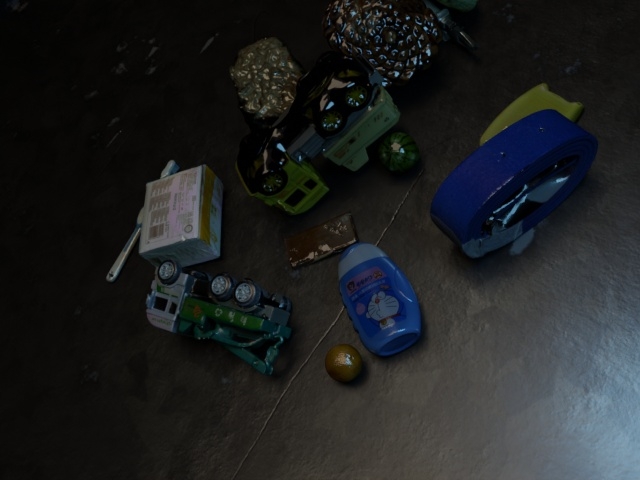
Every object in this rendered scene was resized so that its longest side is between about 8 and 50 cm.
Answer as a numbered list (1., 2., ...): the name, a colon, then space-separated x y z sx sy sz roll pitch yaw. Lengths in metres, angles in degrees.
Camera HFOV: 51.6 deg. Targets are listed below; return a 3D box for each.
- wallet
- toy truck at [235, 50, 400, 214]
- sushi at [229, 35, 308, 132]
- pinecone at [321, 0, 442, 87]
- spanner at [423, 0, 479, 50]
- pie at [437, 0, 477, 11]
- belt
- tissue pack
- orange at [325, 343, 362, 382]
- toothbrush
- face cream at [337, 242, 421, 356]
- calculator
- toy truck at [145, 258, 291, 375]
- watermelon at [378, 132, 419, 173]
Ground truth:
1. wallet: 0.000 0.000 1.571 0.176 0.026 0.095 -21 57 13
2. toy truck: 0.000 -0.245 1.580 0.405 0.254 0.181 -43 42 13
3. sushi: -0.124 -0.401 1.780 0.211 0.171 0.350 -26 55 6
4. pinecone: 0.146 -0.526 1.681 0.298 0.242 0.296 8 44 -6
5. spanner: 0.308 -0.580 1.734 0.040 0.096 0.325 -37 52 1
6. pie: 0.284 -0.680 1.718 0.277 0.277 0.078 49 118 37
7. belt: 0.391 -0.116 1.346 0.347 0.212 0.117 -37 54 -4
8. tissue pack: -0.353 -0.055 1.705 0.185 0.124 0.225 -13 57 17
9. orange: 0.046 0.254 1.369 0.085 0.085 0.085 -12 57 18
10. toothbrush: -0.493 -0.058 1.826 0.040 0.040 0.386 14 68 30
11. face cream: 0.118 0.112 1.414 0.149 0.083 0.264 -27 53 4
12. calculator: 0.471 -0.259 1.505 0.236 0.033 0.157 -44 54 -3
13. toy truck: -0.228 0.161 1.495 0.363 0.176 0.178 16 81 30
14. watermelon: 0.182 -0.206 1.560 0.109 0.109 0.109 -12 57 18
